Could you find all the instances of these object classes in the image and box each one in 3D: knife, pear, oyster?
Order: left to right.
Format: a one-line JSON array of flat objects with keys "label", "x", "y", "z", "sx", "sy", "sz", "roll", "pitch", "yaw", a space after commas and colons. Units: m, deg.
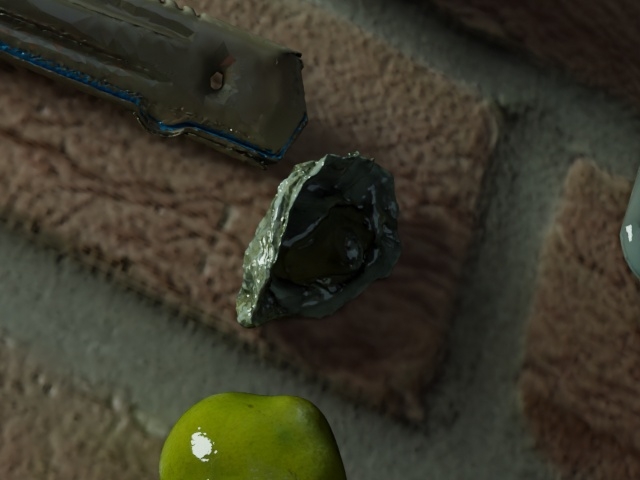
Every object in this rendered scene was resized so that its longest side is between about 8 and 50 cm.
[{"label": "knife", "x": -0.170, "y": -0.117, "z": 0.810, "sx": 0.365, "sy": 0.043, "sz": 0.089, "roll": 18, "pitch": 98, "yaw": -22}, {"label": "pear", "x": -0.029, "y": 0.114, "z": 0.770, "sx": 0.097, "sy": 0.092, "sz": 0.092, "roll": -32, "pitch": 87, "yaw": -47}, {"label": "oyster", "x": 0.000, "y": 0.001, "z": 0.858, "sx": 0.100, "sy": 0.037, "sz": 0.098, "roll": 10, "pitch": 86, "yaw": -44}]

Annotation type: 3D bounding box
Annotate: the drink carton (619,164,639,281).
[{"label": "drink carton", "x": 0.312, "y": -0.050, "z": 0.936, "sx": 0.191, "sy": 0.189, "sz": 0.185, "roll": 30, "pitch": 56, "yaw": -14}]
